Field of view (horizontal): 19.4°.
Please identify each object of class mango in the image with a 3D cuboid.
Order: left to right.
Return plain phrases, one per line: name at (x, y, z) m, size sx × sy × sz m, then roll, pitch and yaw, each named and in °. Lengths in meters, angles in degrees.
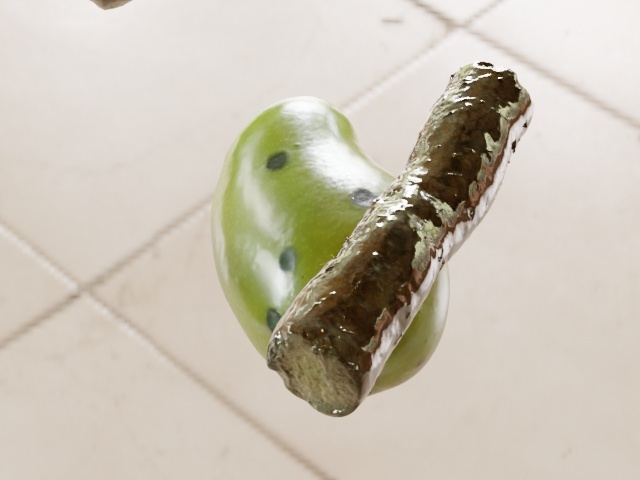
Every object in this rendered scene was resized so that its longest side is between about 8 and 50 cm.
mango at (0.000, 0.000, 1.480) m, size 0.175 × 0.143 × 0.293 m, roll -30°, pitch 48°, yaw 7°

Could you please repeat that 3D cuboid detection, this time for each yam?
yam at (0.050, -0.007, 1.003) m, size 0.061 × 0.061 × 0.253 m, roll 19°, pitch 45°, yaw 17°

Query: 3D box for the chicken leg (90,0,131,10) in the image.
chicken leg at (-0.282, -0.315, 1.808) m, size 0.429 × 0.201 × 0.153 m, roll -6°, pitch 6°, yaw 13°
